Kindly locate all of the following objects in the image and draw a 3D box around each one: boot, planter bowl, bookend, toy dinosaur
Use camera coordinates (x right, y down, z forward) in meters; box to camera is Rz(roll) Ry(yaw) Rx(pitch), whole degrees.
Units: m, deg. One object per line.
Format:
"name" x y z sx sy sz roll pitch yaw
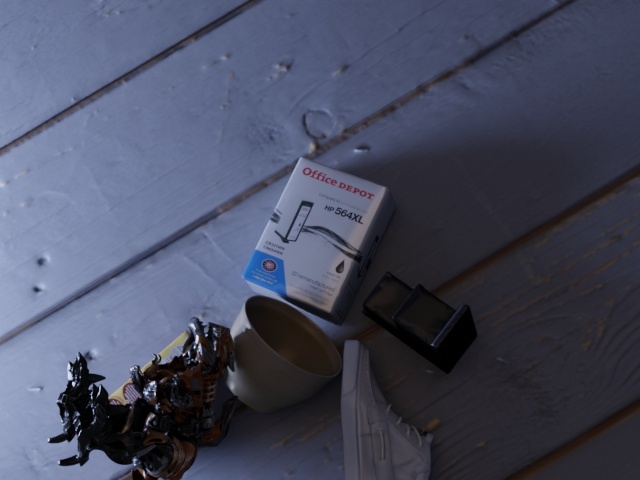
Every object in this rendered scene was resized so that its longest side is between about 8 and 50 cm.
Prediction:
"boot" 0.092 0.262 1.689 0.123 0.095 0.258 -3 79 4
"planter bowl" -0.067 0.169 1.720 0.162 0.162 0.109 46 111 21
"bookend" 0.127 0.095 1.695 0.157 0.156 0.072 35 81 21
"toy dinosaur" -0.225 0.251 1.626 0.218 0.164 0.322 23 71 -27

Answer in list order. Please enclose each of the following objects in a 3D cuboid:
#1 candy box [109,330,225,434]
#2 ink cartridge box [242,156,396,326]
"candy box" -0.230 0.217 1.748 0.187 0.109 0.053 -42 68 -5
"ink cartridge box" 0.000 0.000 1.790 0.148 0.086 0.203 21 77 17
